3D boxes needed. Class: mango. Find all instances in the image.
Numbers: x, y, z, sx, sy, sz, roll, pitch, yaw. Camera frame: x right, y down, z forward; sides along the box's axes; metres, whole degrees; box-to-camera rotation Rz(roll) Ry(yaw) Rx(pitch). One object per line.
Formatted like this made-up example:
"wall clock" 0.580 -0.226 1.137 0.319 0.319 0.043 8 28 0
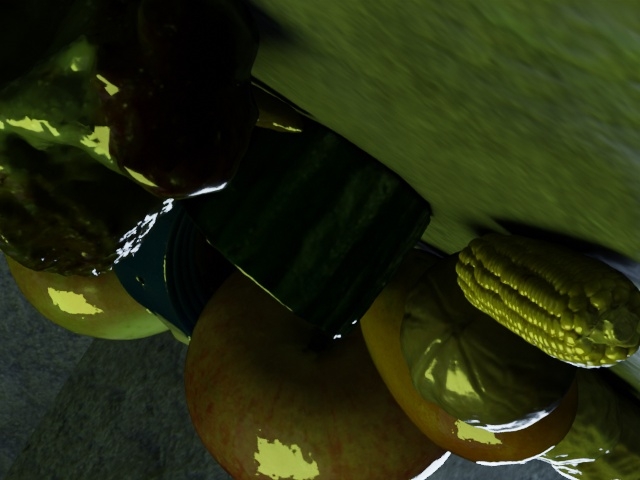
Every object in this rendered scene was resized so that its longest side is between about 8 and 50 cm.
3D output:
"mango" 0.137 0.119 1.400 0.139 0.175 0.254 -16 -140 -38

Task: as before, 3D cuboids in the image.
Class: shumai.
"shumai" -0.110 -0.089 0.913 0.204 0.222 0.272 -7 -163 16

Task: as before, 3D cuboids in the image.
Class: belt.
"belt" -0.137 0.008 1.774 0.117 0.212 0.347 30 162 28

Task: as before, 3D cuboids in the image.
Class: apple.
"apple" -0.273 -0.014 1.999 0.319 0.319 0.277 32 175 12
"apple" 0.009 0.143 1.656 0.345 0.345 0.269 31 145 28

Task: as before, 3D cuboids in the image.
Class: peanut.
"peanut" 0.280 0.197 1.559 0.136 0.120 0.298 35 -179 42

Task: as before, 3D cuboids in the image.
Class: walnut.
"walnut" 0.129 0.075 1.094 0.140 0.140 0.162 31 165 22

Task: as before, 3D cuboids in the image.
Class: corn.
"corn" 0.144 0.034 0.923 0.067 0.067 0.206 34 179 -19

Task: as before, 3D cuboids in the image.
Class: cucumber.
"cucumber" -0.020 -0.023 1.149 0.191 0.130 0.191 37 178 2

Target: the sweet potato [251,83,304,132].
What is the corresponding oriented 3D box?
"sweet potato" -0.124 -0.135 1.085 0.250 0.059 0.069 21 -155 2
